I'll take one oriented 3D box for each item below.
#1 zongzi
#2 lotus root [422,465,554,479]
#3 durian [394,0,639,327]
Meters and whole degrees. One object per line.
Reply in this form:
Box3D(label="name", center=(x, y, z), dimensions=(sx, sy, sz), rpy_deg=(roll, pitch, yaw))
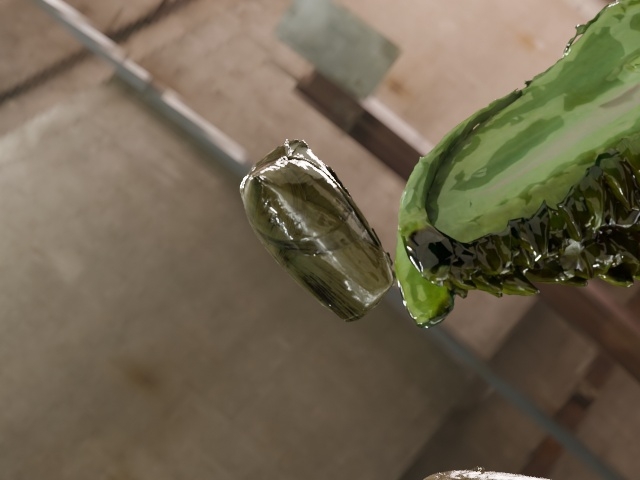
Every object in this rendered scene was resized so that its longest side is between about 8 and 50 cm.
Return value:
Box3D(label="zongzi", center=(0.000, 0.000, 0.709), dimensions=(0.076, 0.040, 0.083), rpy_deg=(53, -178, -6))
Box3D(label="lotus root", center=(0.069, 0.162, 0.848), dimensions=(0.081, 0.112, 0.122), rpy_deg=(19, -124, 31))
Box3D(label="durian", center=(0.169, -0.055, 0.733), dimensions=(0.375, 0.107, 0.132), rpy_deg=(-31, -132, -27))
